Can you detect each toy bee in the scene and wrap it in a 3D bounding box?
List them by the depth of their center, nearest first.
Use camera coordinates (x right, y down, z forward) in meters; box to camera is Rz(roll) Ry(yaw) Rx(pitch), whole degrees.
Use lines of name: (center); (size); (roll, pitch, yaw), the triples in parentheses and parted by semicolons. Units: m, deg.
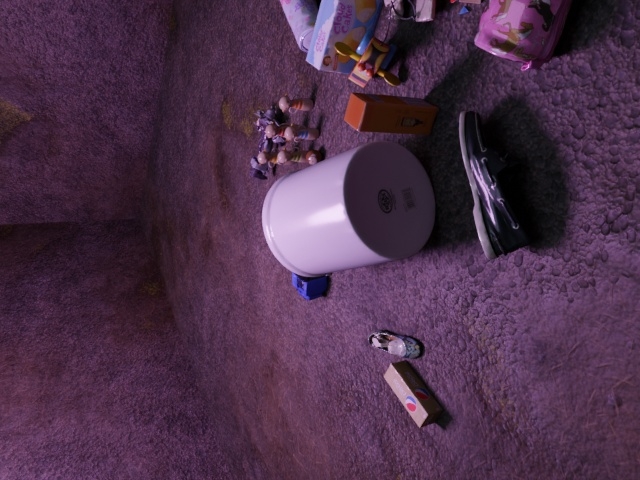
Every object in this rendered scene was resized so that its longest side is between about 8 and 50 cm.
toy bee: (0.125, -0.489, 1.415); (0.298, 0.195, 0.162); (84, -149, -65)

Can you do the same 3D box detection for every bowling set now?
bowling set: (-0.093, -0.343, 1.830); (0.200, 0.154, 0.286); (51, 134, 42)

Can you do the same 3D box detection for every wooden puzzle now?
wooden puzzle: (0.353, -0.589, 1.231); (0.079, 0.014, 0.116); (29, 118, 53)

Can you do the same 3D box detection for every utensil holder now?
utensil holder: (0.069, -0.076, 1.456); (0.386, 0.328, 0.327); (-13, 83, 56)

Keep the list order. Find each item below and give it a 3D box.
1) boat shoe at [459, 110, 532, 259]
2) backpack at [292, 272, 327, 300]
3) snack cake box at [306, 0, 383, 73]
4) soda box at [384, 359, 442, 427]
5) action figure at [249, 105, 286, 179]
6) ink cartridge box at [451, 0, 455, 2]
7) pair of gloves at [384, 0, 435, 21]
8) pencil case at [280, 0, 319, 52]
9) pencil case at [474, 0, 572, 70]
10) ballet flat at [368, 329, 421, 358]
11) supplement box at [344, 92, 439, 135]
boat shoe: (0.384, -0.134, 1.157); (0.113, 0.127, 0.339); (-14, 72, 28)
backpack: (-0.048, 0.148, 1.874); (0.120, 0.098, 0.101); (35, 126, 50)
snack cake box: (0.073, -0.626, 1.536); (0.089, 0.152, 0.264); (51, 134, 41)
soda box: (0.254, 0.422, 1.473); (0.181, 0.058, 0.061); (52, 135, 40)
action figure: (-0.212, -0.387, 2.073); (0.185, 0.099, 0.284); (52, 131, 51)
ink cartridge box: (0.343, -0.647, 1.161); (0.231, 0.078, 0.134); (-20, 64, 56)
pair of gloves: (0.233, -0.669, 1.356); (0.240, 0.042, 0.204); (-132, 46, -57)
pencil case: (-0.053, -0.751, 1.754); (0.124, 0.114, 0.273); (-43, 58, 39)
pencil case: (0.426, -0.528, 0.999); (0.167, 0.160, 0.385); (-79, 4, -61)
ballet flat: (0.206, 0.302, 1.528); (0.188, 0.070, 0.070); (1, 95, 57)
supplement box: (0.180, -0.316, 1.332); (0.080, 0.234, 0.078); (51, 135, 46)
